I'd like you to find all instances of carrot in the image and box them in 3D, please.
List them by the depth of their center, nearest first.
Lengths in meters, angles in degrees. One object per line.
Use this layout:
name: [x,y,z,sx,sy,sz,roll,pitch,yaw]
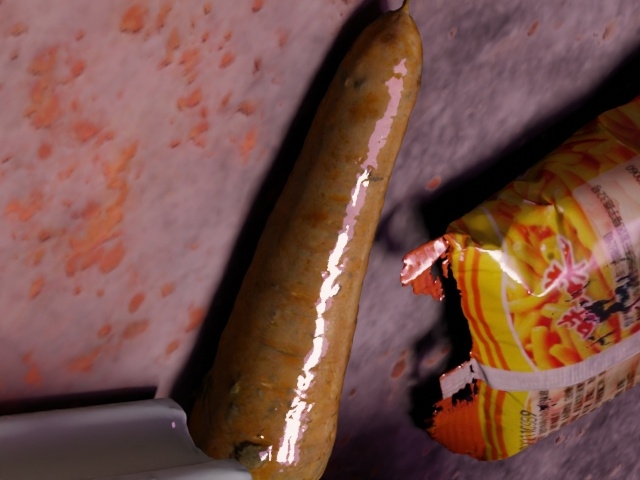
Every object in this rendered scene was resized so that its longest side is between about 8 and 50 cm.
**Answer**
carrot: [0.000,0.000,0.948,0.078,0.078,0.298,-3,117,-48]

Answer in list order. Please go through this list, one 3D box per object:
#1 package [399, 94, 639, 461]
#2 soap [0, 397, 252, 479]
package: [0.177,0.005,1.115,0.288,0.108,0.223,-38,142,-16]
soap: [-0.160,0.157,0.879,0.261,0.094,0.150,-2,127,-50]
